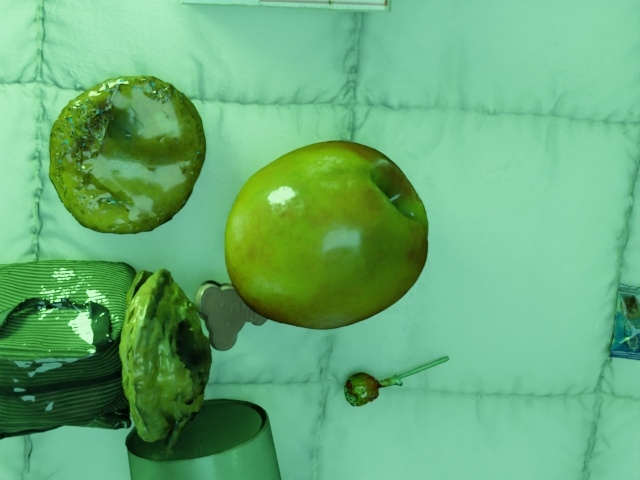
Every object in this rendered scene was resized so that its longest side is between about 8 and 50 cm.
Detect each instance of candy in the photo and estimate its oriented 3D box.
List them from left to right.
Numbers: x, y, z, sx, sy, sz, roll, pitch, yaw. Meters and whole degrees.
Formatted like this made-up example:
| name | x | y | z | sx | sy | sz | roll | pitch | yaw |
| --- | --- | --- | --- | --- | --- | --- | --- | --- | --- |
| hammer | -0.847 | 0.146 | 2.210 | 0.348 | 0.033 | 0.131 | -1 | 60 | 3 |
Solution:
| name | x | y | z | sx | sy | sz | roll | pitch | yaw |
| --- | --- | --- | --- | --- | --- | --- | --- | --- | --- |
| candy | 0.135 | 0.240 | 2.054 | 0.201 | 0.060 | 0.060 | -18 | 108 | -11 |
| candy | 0.570 | 0.149 | 2.092 | 0.088 | 0.038 | 0.136 | 7 | 98 | 4 |

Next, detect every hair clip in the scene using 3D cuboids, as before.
| name | x | y | z | sx | sy | sz | roll | pitch | yaw |
| --- | --- | --- | --- | --- | --- | --- | --- | --- | --- |
| hair clip | -0.139 | 0.108 | 1.943 | 0.138 | 0.102 | 0.123 | -13 | 109 | -5 |

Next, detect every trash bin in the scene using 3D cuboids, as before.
| name | x | y | z | sx | sy | sz | roll | pitch | yaw |
| --- | --- | --- | --- | --- | --- | --- | --- | --- | --- |
| trash bin | -0.175 | 0.513 | 1.967 | 0.280 | 0.280 | 0.432 | -9 | 104 | -6 |

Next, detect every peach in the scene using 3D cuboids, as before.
| name | x | y | z | sx | sy | sz | roll | pitch | yaw |
| --- | --- | --- | --- | --- | --- | --- | --- | --- | --- |
| peach | 0.000 | 0.000 | 1.845 | 0.332 | 0.308 | 0.308 | -32 | 108 | 18 |

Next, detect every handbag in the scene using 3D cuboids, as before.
| name | x | y | z | sx | sy | sz | roll | pitch | yaw |
| --- | --- | --- | --- | --- | --- | --- | --- | --- | --- |
| handbag | -0.436 | 0.178 | 1.851 | 0.340 | 0.240 | 0.247 | -1 | 110 | -9 |

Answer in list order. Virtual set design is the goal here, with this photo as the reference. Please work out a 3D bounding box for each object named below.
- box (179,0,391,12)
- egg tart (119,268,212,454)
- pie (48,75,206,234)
| name | x | y | z | sx | sy | sz | roll | pitch | yaw |
| --- | --- | --- | --- | --- | --- | --- | --- | --- | --- |
| box | -0.052 | -0.467 | 1.798 | 0.330 | 0.095 | 0.210 | 0 | 106 | -10 |
| egg tart | -0.230 | 0.187 | 1.825 | 0.132 | 0.297 | 0.297 | 1 | 106 | 2 |
| pie | -0.310 | -0.138 | 1.865 | 0.273 | 0.069 | 0.273 | -2 | 105 | -9 |
